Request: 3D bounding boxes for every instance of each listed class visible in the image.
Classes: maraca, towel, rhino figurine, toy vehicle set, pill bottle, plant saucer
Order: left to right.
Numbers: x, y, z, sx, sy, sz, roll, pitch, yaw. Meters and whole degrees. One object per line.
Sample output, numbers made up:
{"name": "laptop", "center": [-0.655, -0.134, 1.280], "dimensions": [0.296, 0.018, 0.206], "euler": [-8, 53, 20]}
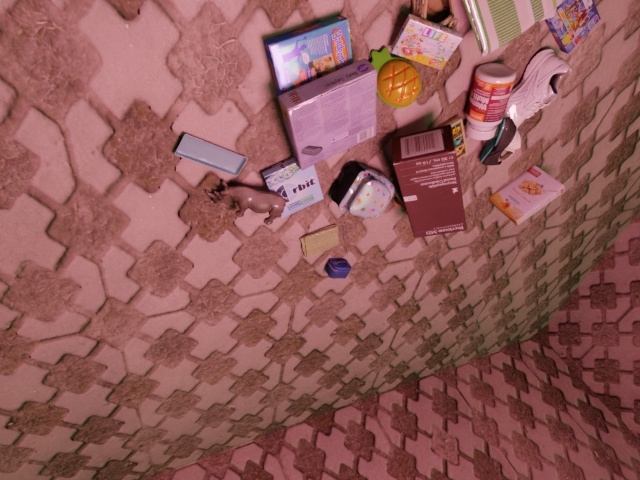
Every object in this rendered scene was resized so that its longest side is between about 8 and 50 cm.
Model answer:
{"name": "plant saucer", "center": [-0.296, -0.232, 1.155], "dimensions": [0.192, 0.018, 0.067], "euler": [15, 121, -42]}
{"name": "rhino figurine", "center": [-0.218, -0.120, 1.260], "dimensions": [0.244, 0.073, 0.106], "euler": [13, 144, -18]}
{"name": "towel", "center": [0.000, 0.000, 1.566], "dimensions": [0.148, 0.027, 0.110], "euler": [-21, 138, -11]}
{"name": "maraca", "center": [0.202, -0.454, 1.188], "dimensions": [0.186, 0.099, 0.127], "euler": [30, 99, -21]}
{"name": "toy vehicle set", "center": [0.389, -0.301, 1.494], "dimensions": [0.267, 0.035, 0.166], "euler": [-34, 137, 2]}
{"name": "pill bottle", "center": [0.547, -0.449, 1.385], "dimensions": [0.121, 0.121, 0.221], "euler": [-19, 138, -15]}
{"name": "towel", "center": [0.525, -0.685, 1.128], "dimensions": [0.325, 0.038, 0.247], "euler": [-38, 121, -3]}

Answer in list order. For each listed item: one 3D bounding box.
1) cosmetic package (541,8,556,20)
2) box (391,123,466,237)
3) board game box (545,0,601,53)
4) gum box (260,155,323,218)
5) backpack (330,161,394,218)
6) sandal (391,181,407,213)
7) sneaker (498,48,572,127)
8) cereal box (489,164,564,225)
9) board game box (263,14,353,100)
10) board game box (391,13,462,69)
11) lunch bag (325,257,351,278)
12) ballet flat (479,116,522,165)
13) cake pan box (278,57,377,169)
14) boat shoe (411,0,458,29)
{"name": "cosmetic package", "center": [0.573, -0.675, 1.221], "dimensions": [0.239, 0.060, 0.098], "euler": [-21, 138, -12]}
{"name": "box", "center": [0.369, -0.181, 1.419], "dimensions": [0.191, 0.143, 0.381], "euler": [-9, 142, 19]}
{"name": "board game box", "center": [0.801, -0.711, 1.348], "dimensions": [0.201, 0.035, 0.136], "euler": [21, 118, -43]}
{"name": "gum box", "center": [-0.084, -0.173, 1.328], "dimensions": [0.157, 0.041, 0.184], "euler": [-25, 138, -7]}
{"name": "backpack", "center": [0.155, -0.158, 1.419], "dimensions": [0.189, 0.144, 0.165], "euler": [8, 120, -41]}
{"name": "sandal", "center": [0.293, -0.149, 1.580], "dimensions": [0.049, 0.072, 0.180], "euler": [-19, 147, 17]}
{"name": "sneaker", "center": [0.722, -0.490, 1.449], "dimensions": [0.111, 0.129, 0.296], "euler": [-3, 133, -32]}
{"name": "cereal box", "center": [0.878, -0.196, 1.808], "dimensions": [0.240, 0.173, 0.047], "euler": [-38, 138, 6]}
{"name": "board game box", "center": [-0.022, -0.453, 1.073], "dimensions": [0.211, 0.047, 0.160], "euler": [-23, 134, -11]}
{"name": "board game box", "center": [0.281, -0.526, 1.128], "dimensions": [0.154, 0.026, 0.103], "euler": [12, 148, -14]}
{"name": "lunch bag", "center": [0.076, 0.108, 1.690], "dimensions": [0.099, 0.067, 0.065], "euler": [2, 130, -34]}
{"name": "ballet flat", "center": [0.655, -0.349, 1.510], "dimensions": [0.280, 0.096, 0.095], "euler": [71, 36, -76]}
{"name": "cake pan box", "center": [0.035, -0.337, 1.154], "dimensions": [0.267, 0.070, 0.245], "euler": [-26, 155, -5]}
{"name": "boat shoe", "center": [0.295, -0.597, 1.102], "dimensions": [0.105, 0.089, 0.285], "euler": [-36, 140, 4]}
